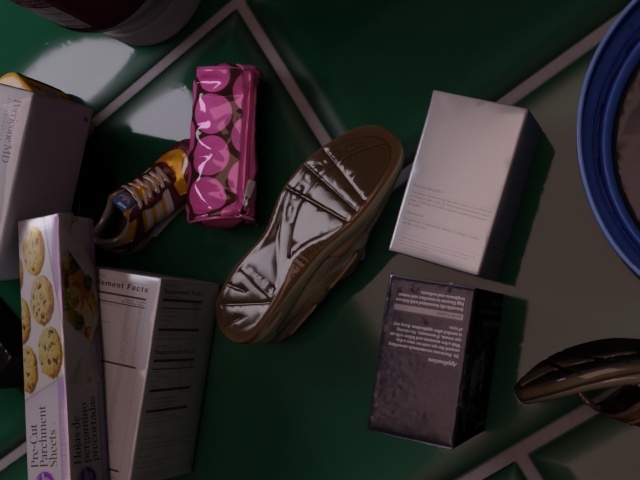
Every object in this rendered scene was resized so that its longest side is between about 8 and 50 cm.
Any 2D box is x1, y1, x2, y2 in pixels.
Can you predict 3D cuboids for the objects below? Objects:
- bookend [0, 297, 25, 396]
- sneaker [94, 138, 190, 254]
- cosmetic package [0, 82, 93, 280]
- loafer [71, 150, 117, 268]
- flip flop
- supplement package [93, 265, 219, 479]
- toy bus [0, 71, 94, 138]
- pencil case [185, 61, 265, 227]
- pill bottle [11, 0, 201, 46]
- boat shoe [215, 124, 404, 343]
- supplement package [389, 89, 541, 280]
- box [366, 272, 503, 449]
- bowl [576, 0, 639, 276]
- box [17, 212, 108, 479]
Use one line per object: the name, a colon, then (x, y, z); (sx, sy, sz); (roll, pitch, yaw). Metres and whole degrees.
bookend: (-0.471, 0.141, 1.119); (0.157, 0.156, 0.072); (41, 100, 21)
sneaker: (-0.222, -0.057, 1.073); (0.069, 0.084, 0.185); (41, 101, 22)
cosmetic package: (-0.433, -0.088, 1.029); (0.225, 0.138, 0.224); (14, 95, 13)
loafer: (-0.327, -0.008, 1.125); (0.078, 0.080, 0.220); (-6, 77, 32)
flip flop: (0.331, 0.141, 0.814); (0.277, 0.112, 0.080); (-10, 95, 17)
supplement package: (-0.230, 0.160, 1.025); (0.139, 0.134, 0.244); (8, 87, 25)
toy bus: (-0.477, -0.081, 1.174); (0.130, 0.108, 0.332); (46, 102, 18)
pencil case: (-0.114, -0.119, 1.032); (0.098, 0.095, 0.209); (-7, 82, 58)
pill bottle: (-0.312, -0.379, 0.980); (0.224, 0.392, 0.224); (-2, 84, 23)
boat shoe: (0.000, 0.000, 0.968); (0.109, 0.098, 0.302); (45, 104, 34)
supplement package: (0.159, -0.057, 0.899); (0.105, 0.105, 0.179); (17, 92, 25)
box: (0.124, 0.122, 0.867); (0.093, 0.156, 0.158); (8, 88, 23)
bowl: (0.451, -0.103, 0.795); (0.391, 0.077, 0.391); (-3, 83, 23)
box: (-0.294, 0.131, 0.948); (0.067, 0.063, 0.324); (-9, 80, 25)
